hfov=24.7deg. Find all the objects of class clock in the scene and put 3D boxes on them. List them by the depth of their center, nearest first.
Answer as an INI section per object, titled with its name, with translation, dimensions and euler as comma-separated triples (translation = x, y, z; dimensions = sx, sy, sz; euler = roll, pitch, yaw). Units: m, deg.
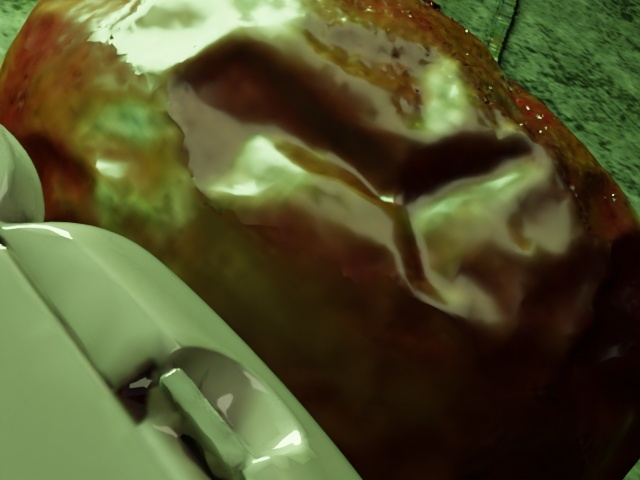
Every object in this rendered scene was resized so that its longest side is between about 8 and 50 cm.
[clock]
translation = -0.061, 0.161, 0.461
dimensions = 0.184, 0.325, 0.342
euler = -28, 56, -13

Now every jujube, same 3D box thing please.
[jujube]
translation = -0.001, -0.001, 0.758
dimensions = 0.377, 0.276, 0.276
euler = 31, 32, 6
